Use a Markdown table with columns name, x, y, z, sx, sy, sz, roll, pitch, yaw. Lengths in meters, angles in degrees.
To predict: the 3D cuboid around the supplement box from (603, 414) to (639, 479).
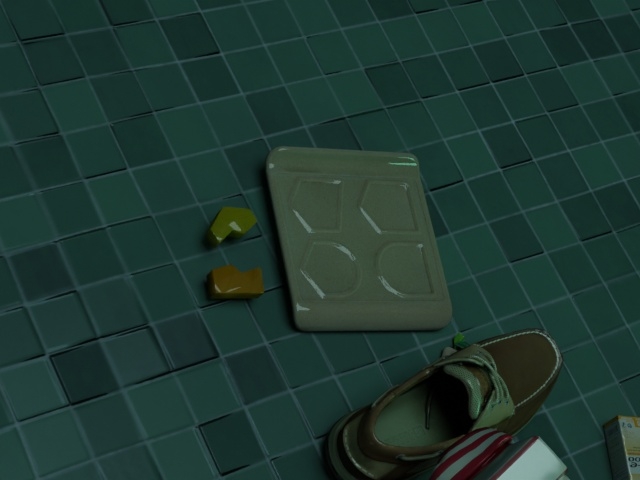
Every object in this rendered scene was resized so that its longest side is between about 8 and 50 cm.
| name | x | y | z | sx | sy | sz | roll | pitch | yaw |
| --- | --- | --- | --- | --- | --- | --- | --- | --- | --- |
| supplement box | 0.385 | 0.264 | 1.879 | 0.062 | 0.036 | 0.098 | 6 | 60 | -23 |

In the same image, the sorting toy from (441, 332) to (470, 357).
| name | x | y | z | sx | sy | sz | roll | pitch | yaw |
| --- | --- | --- | --- | --- | --- | --- | --- | --- | --- |
| sorting toy | 0.172 | 0.152 | 1.849 | 0.062 | 0.012 | 0.083 | 23 | 58 | -8 |

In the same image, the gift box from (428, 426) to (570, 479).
| name | x | y | z | sx | sy | sz | roll | pitch | yaw |
| --- | --- | --- | --- | --- | --- | --- | --- | --- | --- |
| gift box | 0.157 | 0.362 | 1.579 | 0.255 | 0.276 | 0.258 | -40 | 88 | -24 |

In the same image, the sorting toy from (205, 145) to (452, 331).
| name | x | y | z | sx | sy | sz | roll | pitch | yaw |
| --- | --- | --- | --- | --- | --- | --- | --- | --- | --- |
| sorting toy | 0.000 | 0.000 | 1.837 | 0.307 | 0.041 | 0.229 | 1 | 67 | -27 |

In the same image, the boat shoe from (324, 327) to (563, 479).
| name | x | y | z | sx | sy | sz | roll | pitch | yaw |
| --- | --- | --- | --- | --- | --- | --- | --- | --- | --- |
| boat shoe | 0.157 | 0.185 | 1.744 | 0.324 | 0.120 | 0.122 | -27 | 76 | -32 |
